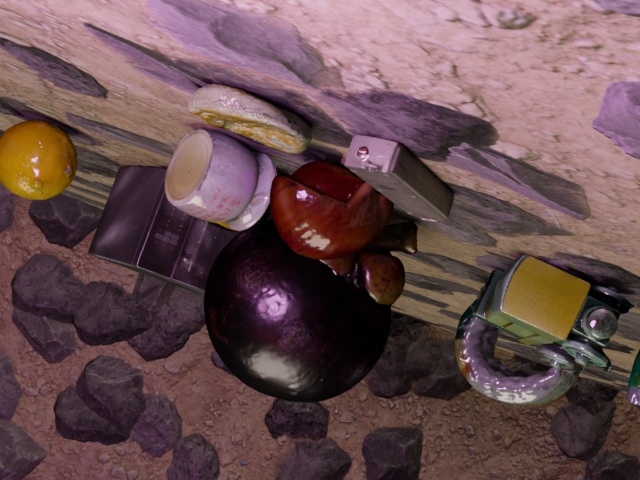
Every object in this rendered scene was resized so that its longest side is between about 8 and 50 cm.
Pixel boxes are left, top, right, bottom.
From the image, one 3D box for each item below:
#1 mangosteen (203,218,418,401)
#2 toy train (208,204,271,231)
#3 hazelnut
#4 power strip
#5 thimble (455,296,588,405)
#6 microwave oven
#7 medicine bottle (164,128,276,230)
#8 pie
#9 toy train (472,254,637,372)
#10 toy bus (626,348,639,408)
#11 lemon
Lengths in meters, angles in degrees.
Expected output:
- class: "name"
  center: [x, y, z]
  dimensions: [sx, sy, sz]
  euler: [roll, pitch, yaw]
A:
- class: "mangosteen"
  center: [-0.010, 0.109, 1.916]
  dimensions: [0.382, 0.382, 0.435]
  euler: [24, 134, -37]
- class: "toy train"
  center: [-0.145, -0.078, 1.884]
  dimensions: [0.089, 0.127, 0.219]
  euler: [23, 172, -36]
- class: "hazelnut"
  center: [0.020, -0.055, 1.629]
  dimensions: [0.201, 0.161, 0.170]
  euler: [-22, -144, -37]
- class: "power strip"
  center: [0.121, -0.086, 1.457]
  dimensions: [0.078, 0.052, 0.272]
  euler: [14, 172, 30]
- class: "thimble"
  center: [0.455, 0.245, 2.278]
  dimensions: [0.288, 0.254, 0.167]
  euler: [15, 177, 28]
- class: "microwave oven"
  center: [-0.286, 0.008, 2.443]
  dimensions: [0.432, 0.236, 0.374]
  euler: [24, 171, -33]
- class: "medicine bottle"
  center: [-0.167, -0.101, 1.689]
  dimensions: [0.143, 0.147, 0.147]
  euler: [23, 172, -37]
- class: "pie"
  center: [-0.097, -0.170, 1.413]
  dimensions: [0.186, 0.041, 0.187]
  euler: [18, 173, 2]
- class: "toy train"
  center: [0.448, 0.143, 1.976]
  dimensions: [0.253, 0.160, 0.397]
  euler: [25, 173, 3]
- class: "toy bus"
  center: [0.753, 0.286, 2.047]
  dimensions: [0.183, 0.199, 0.343]
  euler: [11, 170, 30]
- class: "lemon"
  center: [-0.620, -0.176, 2.180]
  dimensions: [0.173, 0.173, 0.206]
  euler: [25, -177, -43]
